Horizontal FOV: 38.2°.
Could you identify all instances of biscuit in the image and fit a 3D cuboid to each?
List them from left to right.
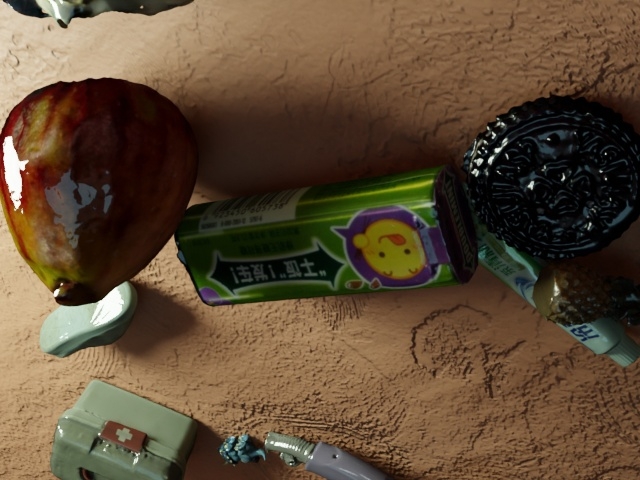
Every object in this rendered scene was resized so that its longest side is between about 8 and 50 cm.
[{"bbox_3d":[0.246,-0.062,0.966,0.195,0.053,0.194,6,124,8],"label":"biscuit"}]

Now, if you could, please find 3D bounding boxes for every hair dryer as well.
[{"bbox_3d":[0.073,0.390,1.393,0.361,0.121,0.301,31,140,7],"label":"hair dryer"}]

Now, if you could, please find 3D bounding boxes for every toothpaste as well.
[{"bbox_3d":[0.251,0.045,1.068,0.297,0.048,0.075,39,130,-7],"label":"toothpaste"}]

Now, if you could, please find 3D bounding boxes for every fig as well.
[{"bbox_3d":[-0.260,-0.065,1.057,0.224,0.224,0.263,23,114,1],"label":"fig"}]

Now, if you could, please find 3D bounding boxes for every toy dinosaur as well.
[{"bbox_3d":[-0.123,0.330,1.441,0.083,0.030,0.047,-16,121,31],"label":"toy dinosaur"}]

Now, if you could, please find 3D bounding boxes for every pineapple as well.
[{"bbox_3d":[0.319,0.061,1.015,0.159,0.074,0.074,5,132,-11],"label":"pineapple"}]

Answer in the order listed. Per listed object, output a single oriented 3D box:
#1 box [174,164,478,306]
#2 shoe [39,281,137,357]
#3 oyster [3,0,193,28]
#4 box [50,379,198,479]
[{"bbox_3d":[0.000,0.000,1.078,0.346,0.097,0.134,-8,116,29],"label":"box"},{"bbox_3d":[-0.319,0.114,1.327,0.195,0.079,0.078,-27,149,26],"label":"shoe"},{"bbox_3d":[-0.275,-0.333,0.919,0.351,0.114,0.238,10,139,19],"label":"oyster"},{"bbox_3d":[-0.304,0.324,1.438,0.210,0.129,0.148,22,131,1],"label":"box"}]
